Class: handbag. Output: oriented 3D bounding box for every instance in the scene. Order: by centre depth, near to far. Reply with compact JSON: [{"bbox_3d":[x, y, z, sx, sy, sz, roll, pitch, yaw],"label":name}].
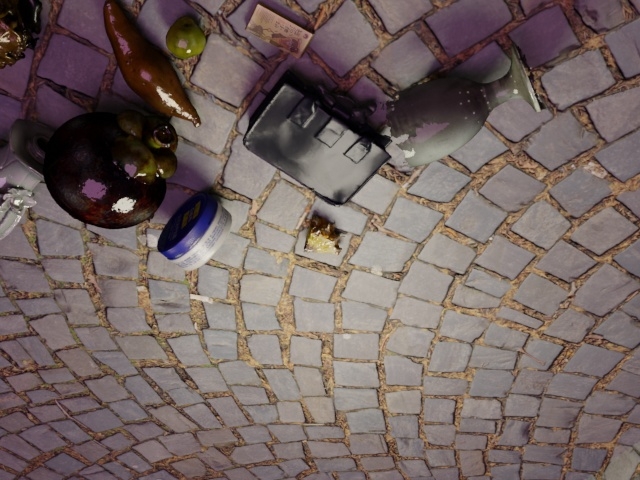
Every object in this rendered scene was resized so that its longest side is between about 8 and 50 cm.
[{"bbox_3d":[0.001,-0.262,1.654,0.325,0.118,0.269,31,132,-19],"label":"handbag"}]

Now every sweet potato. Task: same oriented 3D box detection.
[{"bbox_3d":[-0.411,-0.399,1.594,0.112,0.112,0.359,-26,124,24],"label":"sweet potato"}]

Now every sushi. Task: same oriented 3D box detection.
[{"bbox_3d":[-0.743,-0.493,1.492,0.200,0.204,0.213,6,134,-5],"label":"sushi"}]

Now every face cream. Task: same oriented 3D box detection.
[{"bbox_3d":[-0.338,-0.021,1.820,0.206,0.206,0.111,-34,123,28],"label":"face cream"}]

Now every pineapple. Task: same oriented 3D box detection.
[{"bbox_3d":[0.000,0.000,1.889,0.116,0.069,0.137,-29,122,24],"label":"pineapple"}]

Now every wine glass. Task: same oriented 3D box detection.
[{"bbox_3d":[0.320,-0.304,1.541,0.357,0.190,0.190,-19,124,21],"label":"wine glass"}]

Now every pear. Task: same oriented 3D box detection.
[{"bbox_3d":[-0.313,-0.467,1.542,0.092,0.092,0.097,3,129,3],"label":"pear"}]

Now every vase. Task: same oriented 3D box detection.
[{"bbox_3d":[-0.871,-0.143,1.774,0.445,0.250,0.250,-29,120,22],"label":"vase"}]

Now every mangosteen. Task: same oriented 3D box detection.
[{"bbox_3d":[-0.516,-0.183,1.657,0.330,0.330,0.330,3,128,4],"label":"mangosteen"}]

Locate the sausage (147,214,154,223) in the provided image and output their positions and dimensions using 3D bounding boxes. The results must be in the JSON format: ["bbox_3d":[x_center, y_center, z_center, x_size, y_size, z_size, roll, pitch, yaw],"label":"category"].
[{"bbox_3d":[-0.577,-0.133,1.841,0.264,0.083,0.083,23,127,-11],"label":"sausage"}]

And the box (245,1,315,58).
[{"bbox_3d":[-0.094,-0.484,1.547,0.149,0.020,0.073,24,126,-13],"label":"box"}]
